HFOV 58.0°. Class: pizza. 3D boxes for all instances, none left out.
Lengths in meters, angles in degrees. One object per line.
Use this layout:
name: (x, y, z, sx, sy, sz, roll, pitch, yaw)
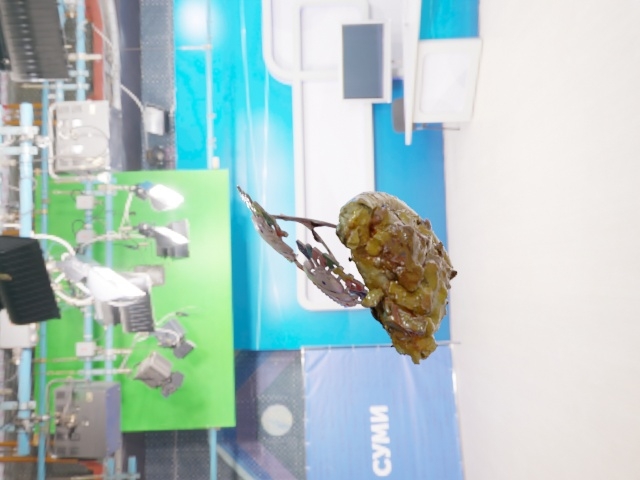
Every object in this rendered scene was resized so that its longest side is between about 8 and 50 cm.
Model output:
pizza: (0.120, 0.048, 0.754, 0.289, 0.081, 0.229, 32, -132, -52)

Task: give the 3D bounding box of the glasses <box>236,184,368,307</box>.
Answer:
glasses: (-0.005, 0.003, 0.798, 0.095, 0.255, 0.162, -52, -17, -6)
